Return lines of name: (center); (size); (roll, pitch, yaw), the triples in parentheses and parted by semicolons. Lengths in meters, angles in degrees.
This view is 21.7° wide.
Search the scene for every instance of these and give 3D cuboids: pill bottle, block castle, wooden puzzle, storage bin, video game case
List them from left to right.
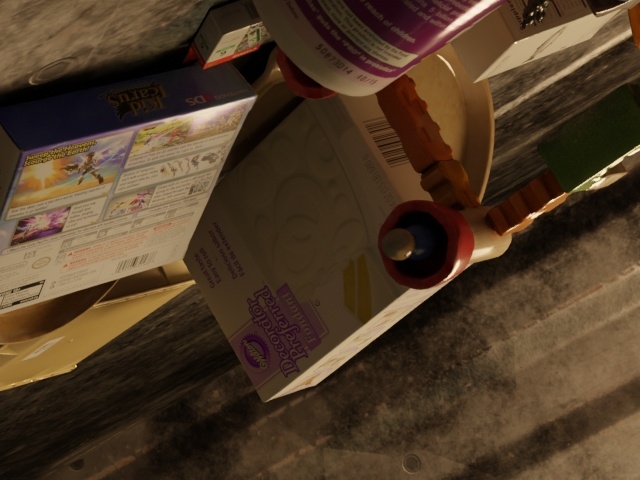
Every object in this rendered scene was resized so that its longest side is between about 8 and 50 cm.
storage bin: (-0.321, 0.070, 1.990); (0.262, 0.123, 0.260); (-33, 169, 31)
video game case: (-0.216, -0.048, 1.602); (0.269, 0.061, 0.244); (-17, 150, -39)
wooden puzzle: (-0.028, -0.163, 1.832); (0.221, 0.044, 0.239); (-20, 163, -39)
pill bottle: (0.098, -0.252, 1.282); (0.301, 0.169, 0.169); (-33, 170, 33)
block castle: (0.195, -0.186, 1.521); (0.453, 0.303, 0.213); (-35, 167, 30)

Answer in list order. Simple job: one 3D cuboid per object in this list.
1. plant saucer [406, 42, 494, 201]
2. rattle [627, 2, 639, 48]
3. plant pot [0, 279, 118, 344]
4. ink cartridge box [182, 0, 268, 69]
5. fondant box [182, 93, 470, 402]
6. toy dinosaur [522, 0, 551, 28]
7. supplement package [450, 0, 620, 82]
plant saucer: (0.121, -0.110, 1.991); (0.041, 0.278, 0.278); (10, -164, 36)
rattle: (0.433, -0.331, 1.954); (0.199, 0.143, 0.130); (-19, 150, -17)
plant pot: (-0.282, 0.004, 1.707); (0.236, 0.032, 0.236); (-30, 144, -25)
ink cartridge box: (-0.084, -0.187, 1.552); (0.063, 0.029, 0.115); (-23, 170, -25)
fondant box: (0.000, 0.000, 1.874); (0.096, 0.238, 0.330); (-17, 161, -47)
toy dinosaur: (0.165, -0.252, 1.374); (0.268, 0.118, 0.064); (-54, 159, 24)
supplement package: (0.231, -0.261, 1.825); (0.179, 0.105, 0.105); (-23, 170, -28)
